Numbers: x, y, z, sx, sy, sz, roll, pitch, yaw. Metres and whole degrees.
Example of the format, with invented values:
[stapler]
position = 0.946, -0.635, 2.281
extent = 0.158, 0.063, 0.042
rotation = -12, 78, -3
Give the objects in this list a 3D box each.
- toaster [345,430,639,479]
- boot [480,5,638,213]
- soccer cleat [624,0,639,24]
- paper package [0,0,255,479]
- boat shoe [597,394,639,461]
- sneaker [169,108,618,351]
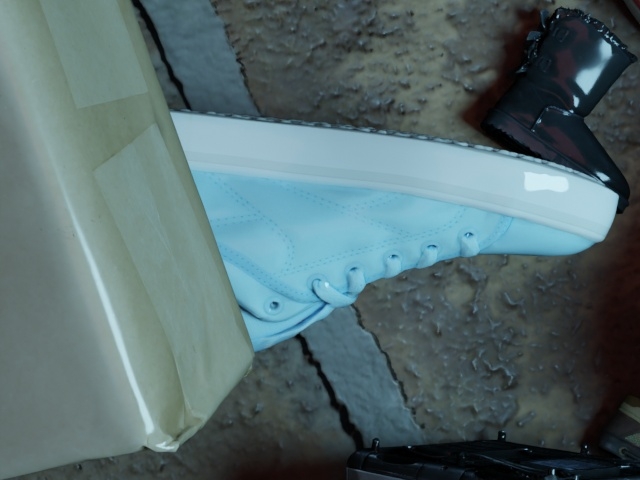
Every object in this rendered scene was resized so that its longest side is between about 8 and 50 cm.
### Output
[toaster]
position = 0.115, 0.179, 1.169
extent = 0.168, 0.185, 0.110
rotation = 4, 90, 40
[boot]
position = 0.174, -0.088, 1.280
extent = 0.121, 0.045, 0.099
rotation = 34, 82, -2
[soccer cleat]
position = 0.183, -0.268, 1.249
extent = 0.108, 0.116, 0.318
rotation = -34, 91, -5
[paper package]
position = -0.240, -0.017, 1.120
extent = 0.309, 0.168, 0.325
rotation = -16, 98, 22
[boat shoe]
position = 0.248, 0.166, 1.273
extent = 0.152, 0.056, 0.049
rotation = 41, 91, 8
[sneaker]
position = 0.000, 0.000, 1.230
extent = 0.366, 0.135, 0.150
rotation = 6, 95, 5
